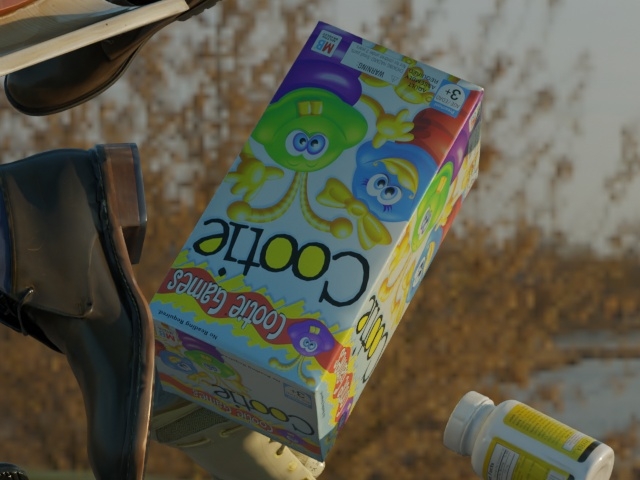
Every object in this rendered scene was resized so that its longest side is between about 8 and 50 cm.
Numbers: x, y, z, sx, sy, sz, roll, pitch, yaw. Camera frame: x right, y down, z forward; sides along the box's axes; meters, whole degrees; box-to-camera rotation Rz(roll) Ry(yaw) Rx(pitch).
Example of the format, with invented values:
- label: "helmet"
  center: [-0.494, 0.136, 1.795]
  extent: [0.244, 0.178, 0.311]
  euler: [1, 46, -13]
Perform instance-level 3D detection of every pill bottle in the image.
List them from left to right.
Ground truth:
- label: "pill bottle"
  center: [0.152, 0.157, 1.400]
  extent: [0.116, 0.065, 0.065]
  euler: [26, 10, 23]

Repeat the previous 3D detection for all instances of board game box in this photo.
- label: "board game box"
  center: [0.000, 0.000, 1.431]
  extent: [0.144, 0.275, 0.142]
  euler: [23, -23, 13]

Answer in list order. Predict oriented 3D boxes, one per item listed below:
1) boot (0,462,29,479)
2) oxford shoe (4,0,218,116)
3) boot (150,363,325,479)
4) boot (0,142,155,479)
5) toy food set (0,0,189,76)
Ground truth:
- label: "boot"
  center: [-0.338, 0.208, 1.741]
  extent: [0.121, 0.045, 0.099]
  euler: [-15, 39, -21]
- label: "oxford shoe"
  center: [-0.177, -0.188, 1.579]
  extent: [0.227, 0.083, 0.096]
  euler: [-39, -6, 5]
- label: "boot"
  center: [-0.046, 0.172, 1.883]
  extent: [0.262, 0.095, 0.203]
  euler: [-22, -44, 29]
- label: "boot"
  center: [-0.147, 0.045, 1.041]
  extent: [0.106, 0.219, 0.082]
  euler: [-1, -32, -11]
- label: "toy food set"
  center: [-0.211, -0.199, 0.838]
  extent: [0.092, 0.306, 0.220]
  euler: [-33, -2, 41]
